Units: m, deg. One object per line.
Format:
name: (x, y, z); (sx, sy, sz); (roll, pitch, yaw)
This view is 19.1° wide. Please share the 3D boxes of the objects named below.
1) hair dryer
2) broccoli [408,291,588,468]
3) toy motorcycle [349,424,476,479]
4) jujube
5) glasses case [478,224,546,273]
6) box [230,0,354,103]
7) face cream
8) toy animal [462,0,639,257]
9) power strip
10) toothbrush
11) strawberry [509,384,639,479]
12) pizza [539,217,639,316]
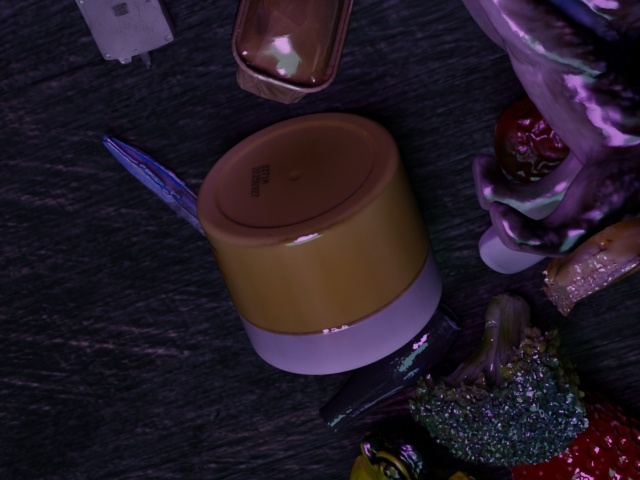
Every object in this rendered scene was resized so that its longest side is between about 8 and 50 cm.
hair dryer: (0.131, 0.180, 2.205); (0.219, 0.075, 0.195); (33, 112, -34)
broccoli: (0.202, 0.146, 2.092); (0.194, 0.194, 0.220); (22, 151, -14)
toy motorcycle: (0.147, 0.352, 2.227); (0.142, 0.206, 0.342); (-43, 98, -15)
jujube: (0.264, -0.104, 1.933); (0.176, 0.112, 0.109); (0, 173, 9)
glasses case: (0.241, -0.020, 2.046); (0.063, 0.041, 0.164); (35, 123, -28)
box: (-0.027, -0.213, 1.829); (0.111, 0.177, 0.111); (9, 150, 5)
face cream: (0.000, 0.000, 1.965); (0.218, 0.218, 0.179); (-11, 127, 13)
toy animal: (0.280, -0.171, 1.791); (0.303, 0.194, 0.344); (-9, 92, -2)
power strip: (-0.211, -0.262, 1.884); (0.080, 0.029, 0.227); (-14, 127, 13)
toothbrush: (-0.090, 0.011, 2.099); (0.042, 0.035, 0.413); (-31, 121, 29)
strawberry: (0.299, 0.258, 2.208); (0.205, 0.205, 0.244); (-38, 95, 29)
pizza: (0.318, 0.000, 2.005); (0.204, 0.188, 0.080); (-29, 83, 6)
